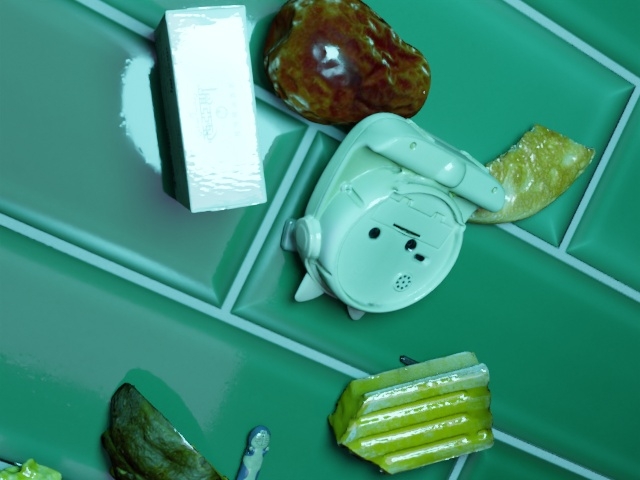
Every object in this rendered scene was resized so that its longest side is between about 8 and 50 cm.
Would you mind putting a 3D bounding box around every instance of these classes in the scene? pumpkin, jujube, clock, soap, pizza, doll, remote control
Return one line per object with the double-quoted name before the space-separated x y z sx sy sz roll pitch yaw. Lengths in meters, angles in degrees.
"pumpkin" -0.234 0.346 1.172 0.130 0.149 0.254 -43 108 -16
"jujube" 0.043 -0.255 1.164 0.255 0.190 0.190 11 94 -25
"clock" 0.102 -0.010 1.200 0.265 0.108 0.324 20 110 -36
"soap" 0.146 0.286 1.292 0.257 0.080 0.160 -12 111 -7
"pizza" 0.343 -0.107 1.330 0.271 0.056 0.134 -37 108 -8
"doll" -0.109 0.355 1.268 0.037 0.027 0.125 15 92 -30
"remote control" 0.000 0.000 1.261 0.124 0.018 0.053 10 95 -17

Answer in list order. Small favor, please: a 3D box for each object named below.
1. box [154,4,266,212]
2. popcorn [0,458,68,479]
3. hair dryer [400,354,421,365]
"box" -0.157 -0.177 1.099 0.111 0.194 0.260 -6 100 -16
"popcorn" -0.427 0.397 1.132 0.173 0.142 0.173 2 100 9
"hair dryer" 0.168 0.217 1.336 0.083 0.026 0.047 29 87 -15
